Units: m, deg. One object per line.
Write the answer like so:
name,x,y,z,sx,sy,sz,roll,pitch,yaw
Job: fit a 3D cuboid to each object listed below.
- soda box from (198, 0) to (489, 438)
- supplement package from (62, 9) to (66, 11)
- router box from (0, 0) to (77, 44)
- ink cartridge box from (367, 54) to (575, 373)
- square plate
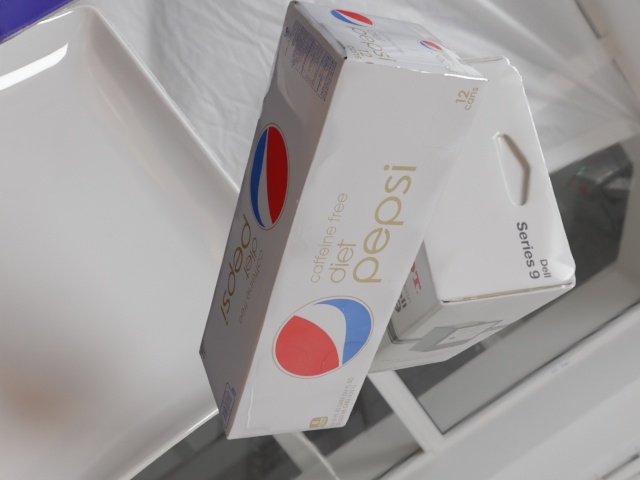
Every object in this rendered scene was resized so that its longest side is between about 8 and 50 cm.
soda box,0.000,0.000,0.380,0.069,0.074,0.216,59,-41,47
supplement package,-0.424,-0.306,0.992,0.179,0.105,0.105,-72,-174,-81
router box,-0.017,-0.254,0.406,0.335,0.082,0.301,-23,-152,13
ink cartridge box,0.094,-0.008,0.716,0.121,0.211,0.289,-7,161,-14
square plate,-0.214,0.019,0.540,0.347,0.344,0.049,-34,172,-31
